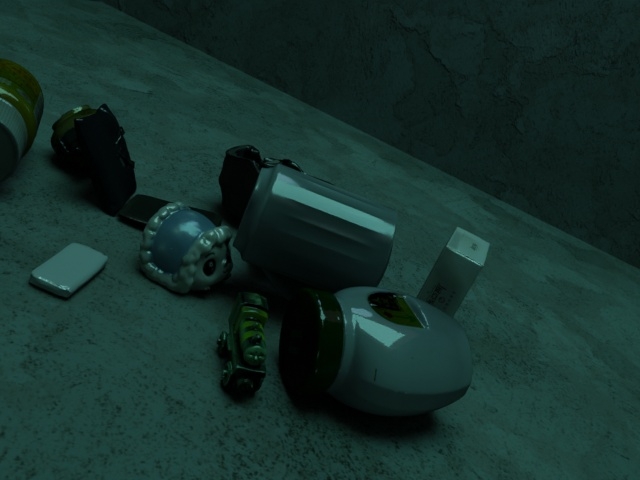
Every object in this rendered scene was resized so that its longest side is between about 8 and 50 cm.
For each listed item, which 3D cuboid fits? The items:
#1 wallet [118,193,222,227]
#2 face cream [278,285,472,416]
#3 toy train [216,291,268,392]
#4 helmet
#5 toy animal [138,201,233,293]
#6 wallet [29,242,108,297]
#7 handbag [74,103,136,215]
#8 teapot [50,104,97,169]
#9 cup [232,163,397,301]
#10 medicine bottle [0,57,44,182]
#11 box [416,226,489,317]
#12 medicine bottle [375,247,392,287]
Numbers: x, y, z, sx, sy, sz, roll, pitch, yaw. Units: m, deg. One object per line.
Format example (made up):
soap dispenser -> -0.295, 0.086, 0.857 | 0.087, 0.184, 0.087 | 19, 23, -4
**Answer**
wallet -> -0.383, -0.054, 1.804 | 0.245, 0.052, 0.169 | 17, 23, -2
face cream -> 0.113, 0.222, 1.429 | 0.356, 0.220, 0.312 | 9, 28, -24
toy train -> -0.144, 0.200, 1.348 | 0.083, 0.132, 0.200 | 14, 22, -20
helmet -> -0.141, -0.131, 2.010 | 0.338, 0.197, 0.271 | 22, 14, -16
toy animal -> -0.295, 0.013, 1.598 | 0.204, 0.156, 0.208 | 26, 26, 16
wallet -> -0.516, 0.058, 1.442 | 0.095, 0.033, 0.190 | 24, 23, -1
handbag -> -0.544, -0.214, 1.792 | 0.088, 0.254, 0.211 | -13, 22, 9
teapot -> -0.630, -0.263, 1.920 | 0.183, 0.173, 0.269 | 56, 6, -3
cup -> -0.031, 0.012, 1.625 | 0.326, 0.323, 0.237 | 20, 30, -7
medicine bottle -> -0.805, -0.290, 1.696 | 0.224, 0.224, 0.384 | 13, 25, -22
box -> 0.329, 0.116, 1.824 | 0.111, 0.260, 0.194 | 31, 24, 8
medicine bottle -> 0.000, 0.000, 1.834 | 0.339, 0.208, 0.208 | 18, 23, -11
